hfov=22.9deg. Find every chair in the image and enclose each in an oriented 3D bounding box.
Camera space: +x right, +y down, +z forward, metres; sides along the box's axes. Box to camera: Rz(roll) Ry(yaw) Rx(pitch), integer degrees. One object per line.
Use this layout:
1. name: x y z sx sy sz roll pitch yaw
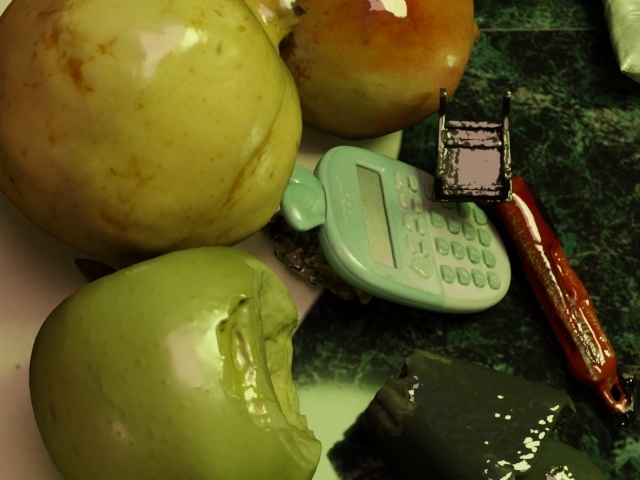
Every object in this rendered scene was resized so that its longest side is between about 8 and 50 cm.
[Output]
1. chair: 0.162 -0.083 1.688 0.084 0.212 0.101 2 76 5

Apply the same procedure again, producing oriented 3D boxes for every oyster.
1. oyster: 0.009 0.002 1.659 0.148 0.051 0.103 46 61 5

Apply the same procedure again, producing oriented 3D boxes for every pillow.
1. pillow: 0.378 -0.288 1.914 0.144 0.078 0.254 15 56 -45

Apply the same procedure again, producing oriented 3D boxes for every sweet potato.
1. sweet potato: -0.204 0.045 1.572 0.095 0.034 0.034 40 57 4

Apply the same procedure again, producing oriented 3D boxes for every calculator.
1. calculator: 0.078 -0.010 1.654 0.295 0.042 0.184 17 47 -30

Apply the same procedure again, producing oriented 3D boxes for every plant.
1. plant: 0.167 0.213 1.546 0.256 0.142 0.164 35 56 6

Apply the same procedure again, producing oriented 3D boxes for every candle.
1. candle: 0.262 0.066 1.701 0.084 0.059 0.301 12 50 -65

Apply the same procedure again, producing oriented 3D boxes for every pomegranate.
1. pomegranate: -0.155 -0.138 1.511 0.342 0.342 0.342 8 60 -15
2. pomegranate: 0.057 -0.234 1.708 0.270 0.229 0.252 -8 57 -35

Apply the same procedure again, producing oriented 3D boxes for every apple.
1. apple: -0.128 0.139 1.417 0.279 0.279 0.279 8 60 -15
